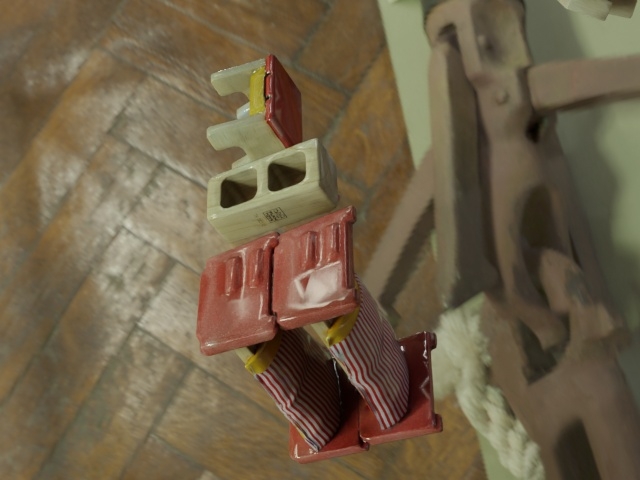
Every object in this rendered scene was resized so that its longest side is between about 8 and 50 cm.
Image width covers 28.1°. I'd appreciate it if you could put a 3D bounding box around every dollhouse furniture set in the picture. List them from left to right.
[{"bbox_3d":[0.000,0.000,1.235,0.152,0.201,0.374,-19,45,18],"label":"dollhouse furniture set"}]

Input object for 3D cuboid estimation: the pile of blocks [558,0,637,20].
[{"bbox_3d":[0.214,-0.343,1.132,0.149,0.362,0.112,-35,28,10],"label":"pile of blocks"}]
